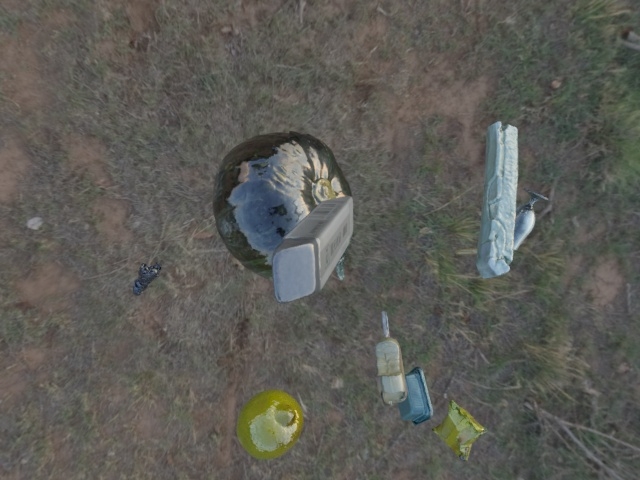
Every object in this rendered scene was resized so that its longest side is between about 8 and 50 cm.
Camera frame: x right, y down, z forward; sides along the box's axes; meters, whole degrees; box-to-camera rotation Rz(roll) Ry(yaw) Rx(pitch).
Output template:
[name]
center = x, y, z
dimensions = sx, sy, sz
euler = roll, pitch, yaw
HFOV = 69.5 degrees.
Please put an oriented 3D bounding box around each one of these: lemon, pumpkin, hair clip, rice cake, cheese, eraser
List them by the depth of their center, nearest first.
[eraser]
center = 0.000, 0.000, 0.771
dimensions = 0.061, 0.352, 0.089
euler = 4, 109, 13
[rice cake]
center = 0.366, -0.085, 0.953
dimensions = 0.063, 0.066, 0.336
euler = 10, 72, -6
[lemon]
center = -0.147, 0.521, 1.304
dimensions = 0.184, 0.184, 0.248
euler = 24, 133, -12
[pumpkin]
center = -0.105, -0.099, 1.341
dimensions = 0.454, 0.344, 0.454
euler = 22, 62, -47
[cheese]
center = 0.204, 0.342, 1.395
dimensions = 0.082, 0.286, 0.163
euler = -9, 141, 8
[hair clip]
center = 0.081, 0.073, 1.719
dimensions = 0.036, 0.229, 0.066
euler = 30, 53, 22

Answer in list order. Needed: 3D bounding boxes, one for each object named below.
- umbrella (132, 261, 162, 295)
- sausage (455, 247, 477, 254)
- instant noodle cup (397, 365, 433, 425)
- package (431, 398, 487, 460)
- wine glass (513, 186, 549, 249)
[umbrella]
center = -0.663, 0.144, 1.739
dimensions = 0.080, 0.224, 0.071
euler = 2, 60, -35
[sausage]
center = 0.536, 0.037, 1.605
dimensions = 0.024, 0.132, 0.024
euler = 7, 82, -52
[instant noodle cup]
center = 0.316, 0.547, 1.613
dimensions = 0.070, 0.157, 0.179
euler = -1, 58, -15
[package]
center = 0.510, 0.698, 1.695
dimensions = 0.090, 0.168, 0.226
euler = -25, 143, -36
[wine glass]
center = 0.743, -0.079, 1.709
dimensions = 0.103, 0.103, 0.222
euler = 24, 102, -12
